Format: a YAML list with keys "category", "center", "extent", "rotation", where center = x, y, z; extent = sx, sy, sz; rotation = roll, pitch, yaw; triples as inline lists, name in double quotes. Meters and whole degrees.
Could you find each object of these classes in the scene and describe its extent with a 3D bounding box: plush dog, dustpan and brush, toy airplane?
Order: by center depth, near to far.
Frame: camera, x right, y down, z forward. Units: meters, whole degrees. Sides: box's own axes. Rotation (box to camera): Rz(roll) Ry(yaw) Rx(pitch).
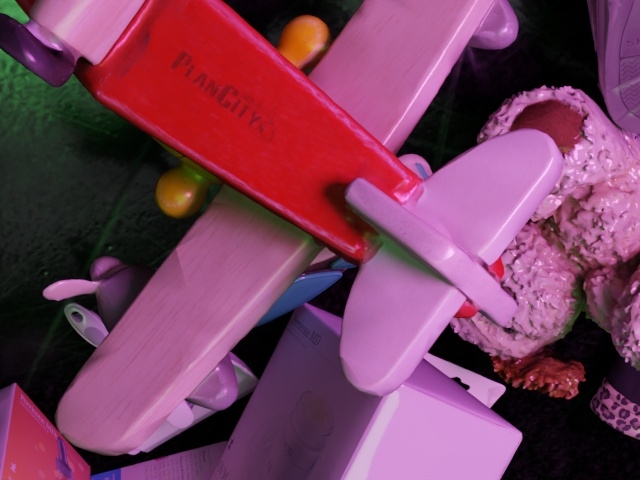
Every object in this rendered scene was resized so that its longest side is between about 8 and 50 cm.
- category: "toy airplane"
  center: [-0.017, -0.062, 0.782]
  extent: [0.386, 0.272, 0.384]
  rotation: [-9, 82, 6]
- category: "plush dog"
  center: [0.197, 0.009, 0.957]
  extent: [0.225, 0.210, 0.262]
  rotation: [-34, 93, 26]
- category: "dustpan and brush"
  center: [-0.161, 0.114, 0.992]
  extent: [0.147, 0.060, 0.211]
  rotation: [-31, 121, 8]

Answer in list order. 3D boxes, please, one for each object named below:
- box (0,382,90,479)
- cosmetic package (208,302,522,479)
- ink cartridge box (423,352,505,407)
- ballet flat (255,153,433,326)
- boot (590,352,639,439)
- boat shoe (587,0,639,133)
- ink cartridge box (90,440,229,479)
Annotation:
- category: "box"
  center: [-0.277, 0.236, 0.978]
  extent: [0.091, 0.170, 0.130]
  rotation: [-27, 122, 8]
- category: "cosmetic package"
  center: [0.021, 0.199, 0.949]
  extent: [0.138, 0.224, 0.225]
  rotation: [27, 92, -24]
- category: "ink cartridge box"
  center: [0.095, 0.216, 1.099]
  extent: [0.115, 0.067, 0.198]
  rotation: [24, 113, -22]
- category: "ballet flat"
  center: [0.000, 0.000, 0.939]
  extent: [0.248, 0.086, 0.086]
  rotation: [-28, 124, 32]
- category: "boot"
  center: [0.392, 0.123, 1.065]
  extent: [0.236, 0.085, 0.179]
  rotation: [18, 114, 3]
- category: "boat shoe"
  center: [0.246, -0.239, 0.823]
  extent: [0.118, 0.103, 0.320]
  rotation: [-9, 122, 2]
- category: "ink cartridge box"
  center: [-0.127, 0.265, 1.089]
  extent: [0.181, 0.061, 0.104]
  rotation: [-14, 122, -3]
